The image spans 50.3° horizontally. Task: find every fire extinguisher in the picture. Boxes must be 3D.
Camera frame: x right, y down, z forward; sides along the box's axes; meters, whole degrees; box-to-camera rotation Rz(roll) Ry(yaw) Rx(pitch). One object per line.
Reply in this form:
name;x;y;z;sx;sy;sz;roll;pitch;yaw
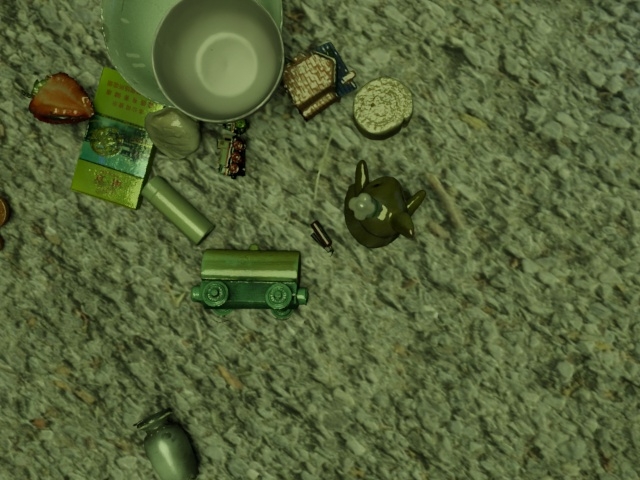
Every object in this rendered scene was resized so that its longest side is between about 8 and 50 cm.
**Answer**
fire extinguisher;0.004;-0.003;1.770;0.032;0.046;0.100;-33;90;18

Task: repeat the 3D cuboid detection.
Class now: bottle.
bottle;-0.372;-0.078;1.779;0.201;0.072;0.072;42;96;1

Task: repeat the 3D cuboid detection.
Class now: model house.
model house;-0.008;-0.407;1.674;0.172;0.183;0.167;-27;93;8

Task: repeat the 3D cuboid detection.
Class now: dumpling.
dumpling;-0.372;-0.284;1.728;0.150;0.176;0.093;18;70;-20

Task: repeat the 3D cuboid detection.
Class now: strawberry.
strawberry;-0.672;-0.359;1.773;0.192;0.085;0.141;-6;75;2

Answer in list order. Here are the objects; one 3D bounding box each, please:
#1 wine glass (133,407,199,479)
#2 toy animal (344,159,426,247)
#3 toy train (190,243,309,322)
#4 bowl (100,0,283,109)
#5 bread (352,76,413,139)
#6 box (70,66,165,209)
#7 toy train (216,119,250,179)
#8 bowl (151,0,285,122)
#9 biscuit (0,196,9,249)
wine glass;-0.402;0.553;1.803;0.111;0.111;0.205;-28;87;5
toy animal;0.149;-0.084;1.613;0.181;0.363;0.181;19;80;-1
toy train;-0.181;0.109;1.770;0.307;0.126;0.190;1;62;4
bowl;-0.296;-0.526;1.680;0.434;0.196;0.435;0;94;3
bread;0.152;-0.324;1.692;0.148;0.141;0.134;-19;89;4
box;-0.522;-0.265;1.790;0.186;0.047;0.335;17;96;2
toy train;-0.223;-0.284;1.766;0.085;0.053;0.250;7;95;12
bowl;-0.215;-0.397;1.514;0.286;0.144;0.287;0;94;4
biscuit;-0.929;-0.021;1.840;0.165;0.036;0.250;42;99;0
